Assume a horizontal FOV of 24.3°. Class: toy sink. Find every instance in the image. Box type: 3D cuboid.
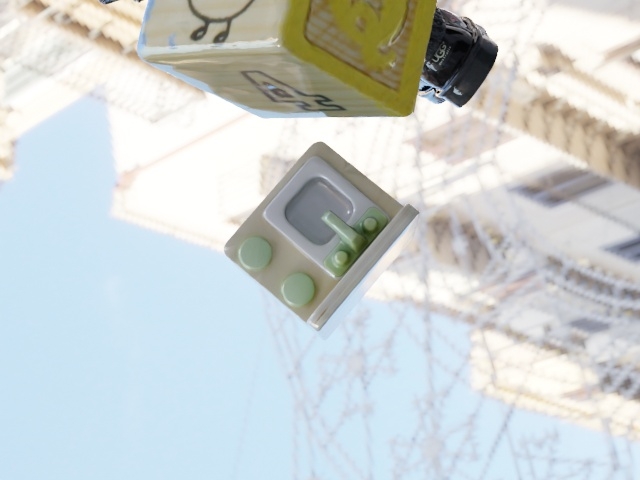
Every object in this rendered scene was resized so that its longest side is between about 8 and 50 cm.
[{"bbox_3d":[0.000,0.000,1.498,0.131,0.234,0.153,40,-92,5],"label":"toy sink"}]

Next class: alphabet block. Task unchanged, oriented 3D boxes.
[{"bbox_3d":[-0.024,-0.228,1.388,0.193,0.197,0.192,20,-103,-46],"label":"alphabet block"}]

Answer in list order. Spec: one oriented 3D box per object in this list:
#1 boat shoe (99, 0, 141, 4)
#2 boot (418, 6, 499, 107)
[{"bbox_3d":[-0.226,-0.325,1.897,0.125,0.046,0.038,-26,-92,-20],"label":"boat shoe"},{"bbox_3d":[0.095,-0.305,2.037,0.260,0.348,0.131,30,-87,-9],"label":"boot"}]
